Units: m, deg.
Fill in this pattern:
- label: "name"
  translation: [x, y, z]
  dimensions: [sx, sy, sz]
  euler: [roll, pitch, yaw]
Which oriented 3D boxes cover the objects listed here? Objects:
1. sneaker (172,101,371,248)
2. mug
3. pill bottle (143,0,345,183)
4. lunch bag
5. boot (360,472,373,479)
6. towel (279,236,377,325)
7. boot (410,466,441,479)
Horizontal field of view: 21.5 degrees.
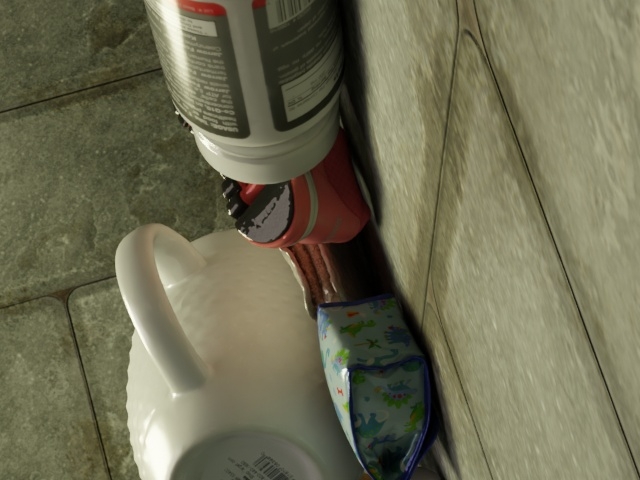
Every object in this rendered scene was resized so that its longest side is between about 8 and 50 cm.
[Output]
- label: "sneaker"
  translation: [-0.047, -0.112, 1.654]
  dimensions: [0.116, 0.136, 0.314]
  euler: [-48, 50, 35]
- label: "mug"
  translation: [-0.099, 0.143, 1.795]
  dimensions: [0.374, 0.276, 0.328]
  euler: [56, -166, -24]
- label: "pill bottle"
  translation: [-0.062, -0.183, 1.429]
  dimensions: [0.283, 0.161, 0.161]
  euler: [81, 172, -57]
- label: "lunch bag"
  translation: [0.053, 0.146, 1.577]
  dimensions: [0.129, 0.096, 0.151]
  euler: [-114, 19, -61]
- label: "boot"
  translation: [0.077, 0.377, 1.982]
  dimensions: [0.283, 0.109, 0.220]
  euler: [36, -169, 13]
- label: "towel"
  translation: [0.000, 0.000, 1.744]
  dimensions: [0.187, 0.049, 0.282]
  euler: [50, -161, -56]
- label: "boot"
  translation: [0.102, 0.289, 1.627]
  dimensions: [0.190, 0.069, 0.086]
  euler: [-127, 24, -73]
